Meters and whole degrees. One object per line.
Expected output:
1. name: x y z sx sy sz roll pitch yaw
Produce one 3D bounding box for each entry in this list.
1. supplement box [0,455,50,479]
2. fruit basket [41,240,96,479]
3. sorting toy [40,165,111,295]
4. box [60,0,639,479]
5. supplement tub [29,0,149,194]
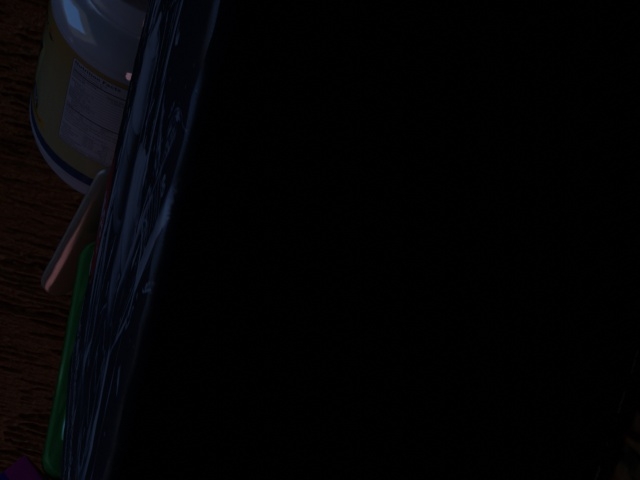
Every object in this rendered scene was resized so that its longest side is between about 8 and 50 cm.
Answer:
1. supplement box: -0.239 0.319 1.422 0.220 0.111 0.114 45 168 38
2. fruit basket: -0.159 0.137 1.545 0.353 0.166 0.327 83 -165 -73
3. sorting toy: -0.176 -0.043 1.582 0.208 0.038 0.193 -27 -21 -46
4. box: 0.000 0.000 0.684 0.343 0.179 0.312 -110 33 -69
5. supplement tub: -0.180 -0.206 1.669 0.316 0.228 0.228 116 161 -54
